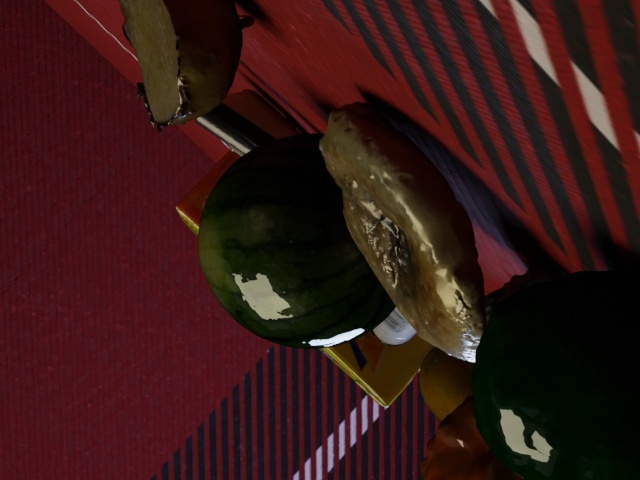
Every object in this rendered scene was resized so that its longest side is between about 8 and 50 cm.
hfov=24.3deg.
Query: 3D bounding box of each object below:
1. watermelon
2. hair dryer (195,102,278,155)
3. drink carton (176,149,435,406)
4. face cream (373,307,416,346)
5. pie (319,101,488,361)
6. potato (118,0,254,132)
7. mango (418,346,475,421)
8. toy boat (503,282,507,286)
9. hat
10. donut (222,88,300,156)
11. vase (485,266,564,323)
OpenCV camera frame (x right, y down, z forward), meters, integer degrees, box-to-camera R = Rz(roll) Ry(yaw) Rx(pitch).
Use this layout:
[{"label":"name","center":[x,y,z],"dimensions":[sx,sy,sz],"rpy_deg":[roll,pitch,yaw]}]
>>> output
[{"label":"watermelon","center":[0.000,0.000,1.265],"dimensions":[0.214,0.188,0.188],"rpy_deg":[-4,146,35]},{"label":"hair dryer","center":[-0.046,-0.079,1.458],"dimensions":[0.219,0.071,0.124],"rpy_deg":[33,174,2]},{"label":"drink carton","center":[0.001,0.030,1.820],"dimensions":[0.351,0.154,0.111],"rpy_deg":[43,175,2]},{"label":"face cream","center":[0.099,0.060,1.646],"dimensions":[0.092,0.058,0.244],"rpy_deg":[53,164,10]},{"label":"pie","center":[0.070,0.002,1.069],"dimensions":[0.185,0.052,0.218],"rpy_deg":[48,164,41]},{"label":"potato","center":[-0.098,-0.179,1.117],"dimensions":[0.100,0.089,0.172],"rpy_deg":[-19,87,64]},{"label":"mango","center":[0.158,0.161,1.560],"dimensions":[0.111,0.089,0.163],"rpy_deg":[47,-178,-10]},{"label":"toy boat","center":[0.193,0.075,1.313],"dimensions":[0.063,0.016,0.115],"rpy_deg":[41,177,25]},{"label":"hat","center":[0.153,0.186,0.962],"dimensions":[0.285,0.285,0.400],"rpy_deg":[40,174,41]},{"label":"donut","center":[-0.046,-0.092,1.565],"dimensions":[0.108,0.065,0.166],"rpy_deg":[41,175,33]},{"label":"vase","center":[0.154,0.061,1.090],"dimensions":[0.081,0.081,0.149],"rpy_deg":[42,173,7]}]
